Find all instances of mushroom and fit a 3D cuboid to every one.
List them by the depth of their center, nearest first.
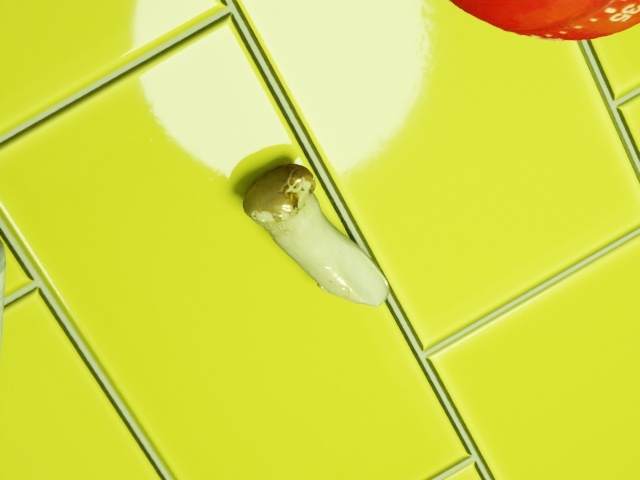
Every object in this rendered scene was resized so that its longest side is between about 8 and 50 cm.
[{"bbox_3d":[0.000,0.000,2.047,0.209,0.071,0.084,48,65,-30],"label":"mushroom"}]

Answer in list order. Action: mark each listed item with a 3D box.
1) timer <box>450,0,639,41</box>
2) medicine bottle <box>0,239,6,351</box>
[{"bbox_3d":[0.233,-0.385,1.763,0.279,0.378,0.378,7,112,-39],"label":"timer"},{"bbox_3d":[-0.422,0.121,1.925,0.165,0.165,0.273,2,113,-17],"label":"medicine bottle"}]
